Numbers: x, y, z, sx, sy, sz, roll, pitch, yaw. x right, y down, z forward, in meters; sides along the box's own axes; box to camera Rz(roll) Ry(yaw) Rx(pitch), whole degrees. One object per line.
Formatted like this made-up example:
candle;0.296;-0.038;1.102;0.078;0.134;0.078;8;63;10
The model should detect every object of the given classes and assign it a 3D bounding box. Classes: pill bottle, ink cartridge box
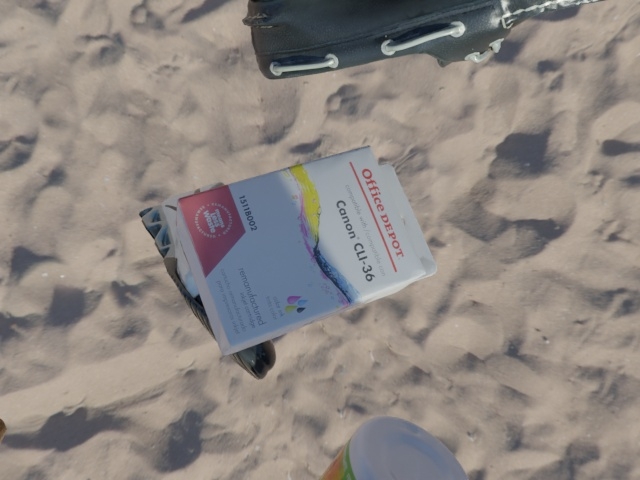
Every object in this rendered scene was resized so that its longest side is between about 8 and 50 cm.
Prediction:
pill bottle;0.035;0.312;0.656;0.136;0.136;0.245;31;114;0
ink cartridge box;0.000;0.000;0.499;0.198;0.067;0.115;-19;79;-19

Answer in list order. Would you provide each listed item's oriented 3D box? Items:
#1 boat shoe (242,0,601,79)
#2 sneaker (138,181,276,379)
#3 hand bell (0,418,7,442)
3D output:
boat shoe;0.089;-0.178;0.483;0.302;0.114;0.091;2;120;18
sneaker;-0.111;0.022;0.786;0.146;0.122;0.330;-32;46;-8
hand bell;-0.257;0.188;0.366;0.126;0.242;0.126;4;115;8
